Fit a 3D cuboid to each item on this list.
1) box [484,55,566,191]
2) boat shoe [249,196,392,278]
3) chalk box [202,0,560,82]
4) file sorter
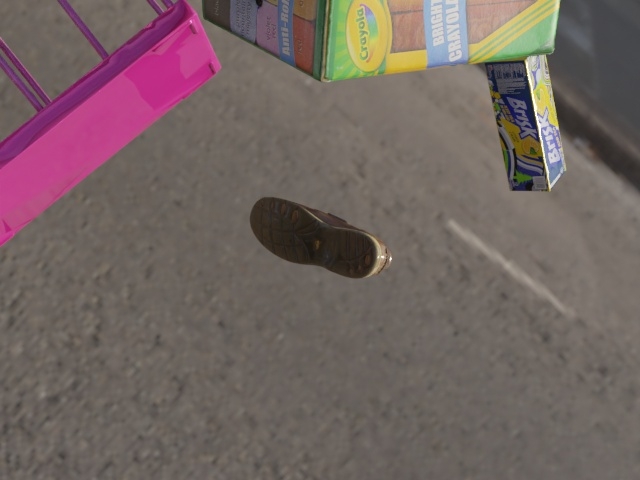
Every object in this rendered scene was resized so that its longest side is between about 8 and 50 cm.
[{"bbox_3d":[0.240,-0.143,1.767,0.059,0.054,0.169,-46,130,-47],"label":"box"},{"bbox_3d":[0.000,0.000,1.694,0.178,0.064,0.060,21,8,30],"label":"boat shoe"},{"bbox_3d":[0.018,-0.172,0.839,0.213,0.132,0.132,-12,30,-32],"label":"chalk box"},{"bbox_3d":[-0.263,-0.147,1.310,0.182,0.290,0.202,51,-2,6],"label":"file sorter"}]
